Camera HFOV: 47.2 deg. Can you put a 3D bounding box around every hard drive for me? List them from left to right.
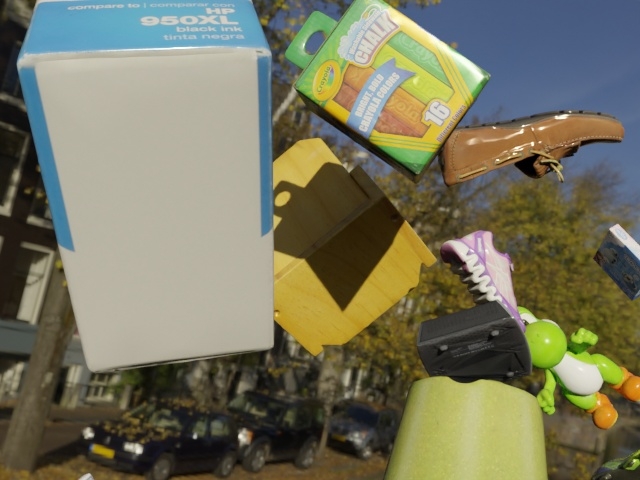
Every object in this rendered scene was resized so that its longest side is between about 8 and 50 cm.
[{"bbox_3d":[0.258,0.183,1.226,0.172,0.054,0.254,-18,-35,12],"label":"hard drive"}]

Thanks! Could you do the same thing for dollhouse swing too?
[{"bbox_3d":[0.000,0.000,1.658,0.315,0.347,0.305,47,5,-32],"label":"dollhouse swing"}]

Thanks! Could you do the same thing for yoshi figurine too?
[{"bbox_3d":[0.585,0.299,1.735,0.362,0.203,0.203,36,-30,-5],"label":"yoshi figurine"}]

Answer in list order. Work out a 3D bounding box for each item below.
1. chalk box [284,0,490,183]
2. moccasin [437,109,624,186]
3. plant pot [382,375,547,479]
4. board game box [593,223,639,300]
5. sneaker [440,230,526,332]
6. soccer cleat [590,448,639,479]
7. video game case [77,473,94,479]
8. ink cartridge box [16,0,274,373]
[{"bbox_3d":[0.081,-0.243,1.117,0.289,0.180,0.179,35,3,4],"label":"chalk box"},{"bbox_3d":[0.429,-0.180,1.486,0.380,0.146,0.139,-10,1,-10],"label":"moccasin"},{"bbox_3d":[0.188,0.322,0.950,0.276,0.253,0.276,10,-25,5],"label":"plant pot"},{"bbox_3d":[0.464,0.034,1.116,0.020,0.090,0.090,-27,-30,-15],"label":"board game box"},{"bbox_3d":[0.332,0.078,1.391,0.236,0.105,0.095,57,-20,-8],"label":"sneaker"},{"bbox_3d":[0.700,0.481,1.567,0.121,0.093,0.289,-21,-18,-43],"label":"soccer cleat"},{"bbox_3d":[-0.407,0.522,1.234,0.023,0.183,0.201,-26,4,19],"label":"video game case"},{"bbox_3d":[-0.150,-0.123,0.688,0.166,0.285,0.394,-6,38,-10],"label":"ink cartridge box"}]
